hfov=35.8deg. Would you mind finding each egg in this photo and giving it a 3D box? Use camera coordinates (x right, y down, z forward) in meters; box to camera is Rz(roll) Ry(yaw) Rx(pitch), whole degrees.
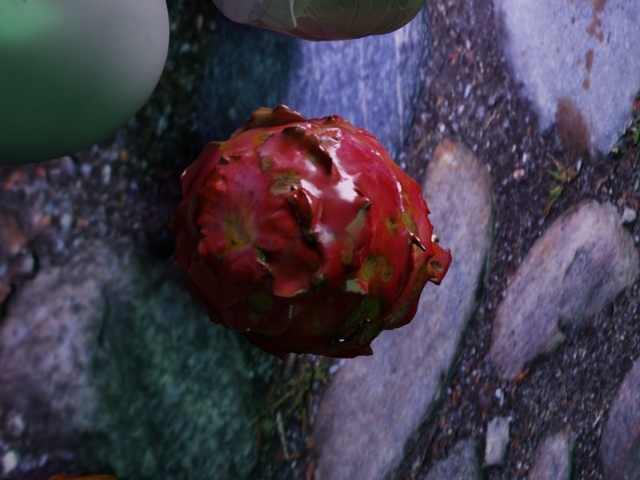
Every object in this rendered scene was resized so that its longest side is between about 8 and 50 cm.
[{"bbox_3d":[-0.216,-0.139,0.593,0.264,0.183,0.183,4,94,-39],"label":"egg"}]

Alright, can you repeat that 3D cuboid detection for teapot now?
[{"bbox_3d":[-0.013,-0.269,0.794,0.178,0.163,0.221,-18,109,-38],"label":"teapot"}]

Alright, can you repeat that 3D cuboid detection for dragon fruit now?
[{"bbox_3d":[0.000,0.000,0.833,0.268,0.210,0.205,7,64,-43],"label":"dragon fruit"}]

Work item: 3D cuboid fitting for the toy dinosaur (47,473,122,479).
[{"bbox_3d":[-0.229,0.253,0.717,0.393,0.092,0.205,38,70,-41],"label":"toy dinosaur"}]
